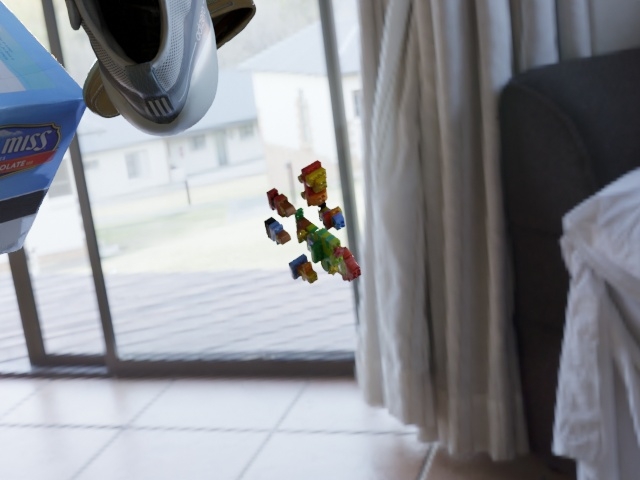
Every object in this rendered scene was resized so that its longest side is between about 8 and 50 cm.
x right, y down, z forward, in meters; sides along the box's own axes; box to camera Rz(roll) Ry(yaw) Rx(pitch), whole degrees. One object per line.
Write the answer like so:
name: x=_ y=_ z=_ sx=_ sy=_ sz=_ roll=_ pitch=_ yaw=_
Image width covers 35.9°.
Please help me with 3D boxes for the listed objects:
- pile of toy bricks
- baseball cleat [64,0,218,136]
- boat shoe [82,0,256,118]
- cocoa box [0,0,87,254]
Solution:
pile of toy bricks: x=0.000 y=0.000 z=1.446 sx=0.118 sy=0.212 sz=0.105 roll=-32 pitch=46 yaw=-23
baseball cleat: x=-0.088 y=-0.153 z=0.452 sx=0.072 sy=0.205 sz=0.109 roll=-18 pitch=-20 yaw=-3
boat shoe: x=-0.142 y=-0.176 z=0.929 sx=0.190 sy=0.068 sz=0.072 roll=-41 pitch=51 yaw=6
cocoa box: x=-0.450 y=-0.159 z=0.994 sx=0.347 sy=0.228 sz=0.231 roll=46 pitch=33 yaw=17
